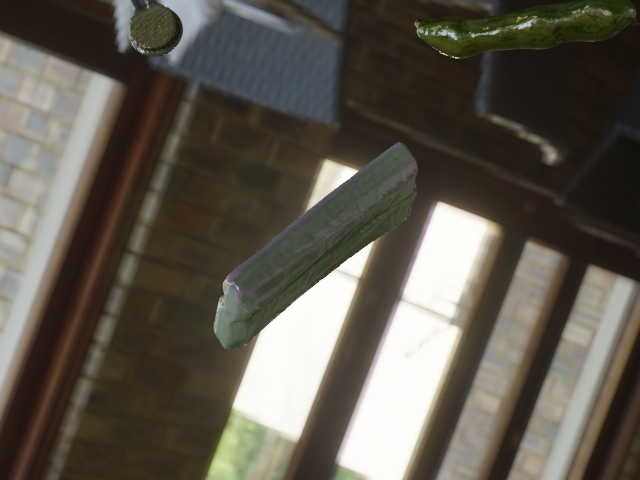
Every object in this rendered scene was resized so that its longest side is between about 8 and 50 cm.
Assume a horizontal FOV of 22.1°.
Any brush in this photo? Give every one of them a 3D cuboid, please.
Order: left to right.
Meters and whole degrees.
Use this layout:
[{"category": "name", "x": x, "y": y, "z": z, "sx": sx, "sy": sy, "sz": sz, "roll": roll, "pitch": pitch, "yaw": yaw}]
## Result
[{"category": "brush", "x": -0.229, "y": -0.324, "z": 1.882, "sx": 0.027, "sy": 0.062, "sz": 0.266, "roll": 66, "pitch": 178, "yaw": -69}]

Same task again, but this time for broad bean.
[{"category": "broad bean", "x": 0.228, "y": -0.239, "z": 1.836, "sx": 0.256, "sy": 0.053, "sz": 0.052, "roll": -3, "pitch": 141, "yaw": 19}]

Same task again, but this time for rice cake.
[{"category": "rice cake", "x": 0.001, "y": 0.000, "z": 1.299, "sx": 0.042, "sy": 0.221, "sz": 0.080, "roll": 39, "pitch": 145, "yaw": 20}]
